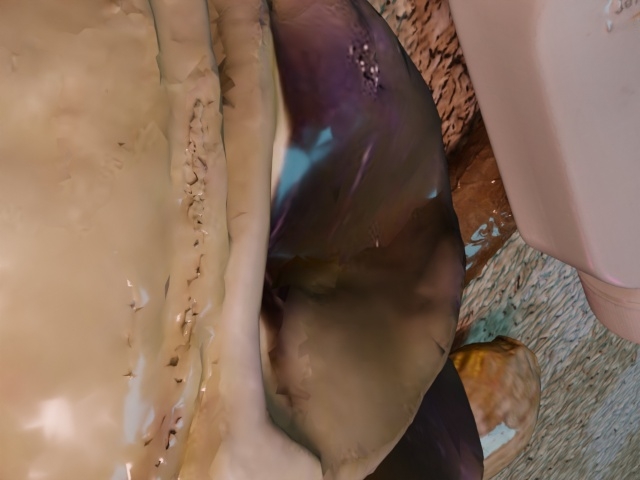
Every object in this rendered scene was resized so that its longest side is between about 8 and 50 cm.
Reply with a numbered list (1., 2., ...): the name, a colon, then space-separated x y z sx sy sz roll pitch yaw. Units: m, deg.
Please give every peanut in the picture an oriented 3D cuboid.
1. peanut: 0.078 0.144 1.179 0.206 0.087 0.087 -45 156 -25

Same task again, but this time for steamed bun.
1. steamed bun: -0.056 0.036 0.471 0.206 0.275 0.320 -15 174 10

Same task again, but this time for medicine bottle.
1. medicine bottle: 0.162 -0.075 0.906 0.161 0.111 0.296 -43 139 -21

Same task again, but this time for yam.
1. yam: 0.110 -0.053 1.000 0.299 0.066 0.066 -51 158 -13
